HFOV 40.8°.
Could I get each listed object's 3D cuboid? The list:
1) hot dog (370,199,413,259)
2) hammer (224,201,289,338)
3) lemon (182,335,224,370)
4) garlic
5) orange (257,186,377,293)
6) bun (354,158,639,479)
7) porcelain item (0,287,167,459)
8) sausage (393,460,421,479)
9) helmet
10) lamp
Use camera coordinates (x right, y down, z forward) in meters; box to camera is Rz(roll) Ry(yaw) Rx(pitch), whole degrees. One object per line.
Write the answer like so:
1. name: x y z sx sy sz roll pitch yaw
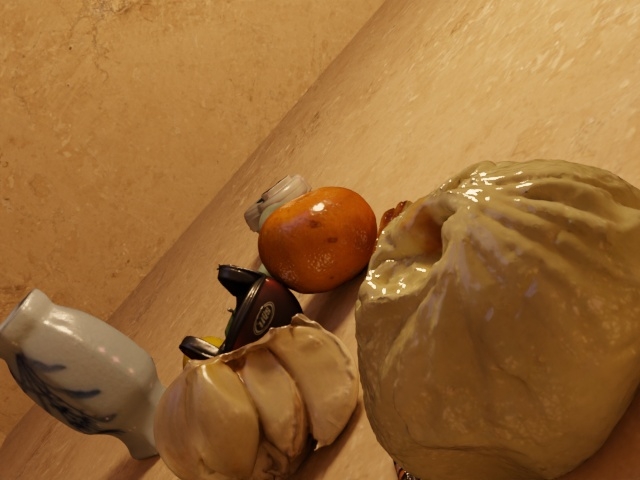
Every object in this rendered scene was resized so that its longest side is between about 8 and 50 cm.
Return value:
1. hot dog: 0.122 -0.007 1.422 0.071 0.045 0.165 -41 18 37
2. hammer: -0.118 0.067 1.842 0.336 0.119 0.206 -60 15 -9
3. lemon: -0.216 0.242 1.688 0.109 0.109 0.133 -56 27 -18
4. garlic: -0.086 0.247 1.186 0.281 0.203 0.185 -18 -24 -21
5. orange: 0.000 0.000 1.518 0.224 0.170 0.224 -23 10 4
6. bun: 0.159 0.058 0.828 0.349 0.227 0.352 -45 14 28
7. porcelain item: -0.475 0.280 1.767 0.242 0.405 0.179 -29 27 52
8. sausage: 0.094 0.259 0.922 0.028 0.025 0.198 -44 16 13
9. helmet: -0.124 0.150 1.474 0.189 0.193 0.216 -64 8 -23
10. lamp: -0.090 -0.081 2.062 0.179 0.108 0.246 -43 4 -13
